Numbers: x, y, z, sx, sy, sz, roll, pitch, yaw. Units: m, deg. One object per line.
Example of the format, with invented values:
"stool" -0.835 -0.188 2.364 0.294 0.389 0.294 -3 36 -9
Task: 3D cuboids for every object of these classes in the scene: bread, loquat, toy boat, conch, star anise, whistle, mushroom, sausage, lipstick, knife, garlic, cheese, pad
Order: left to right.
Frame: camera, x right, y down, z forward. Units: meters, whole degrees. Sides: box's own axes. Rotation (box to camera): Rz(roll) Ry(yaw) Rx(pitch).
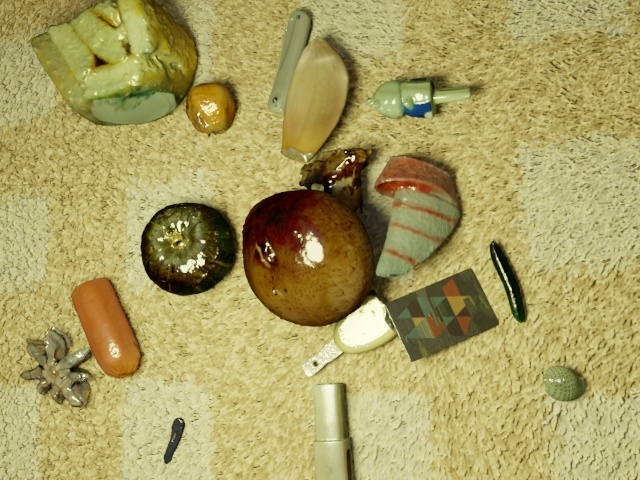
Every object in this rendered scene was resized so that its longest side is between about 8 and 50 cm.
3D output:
"star anise" -0.664 0.329 1.681 0.229 0.093 0.236 -39 79 20
"sausage" -0.535 0.223 1.654 0.113 0.113 0.259 -33 74 11
"bread" -0.529 -0.423 1.677 0.395 0.239 0.264 -18 77 17
"knife" -0.361 0.490 1.607 0.031 0.018 0.121 21 89 12
"loquat" -0.276 -0.331 1.656 0.137 0.113 0.137 0 89 -7
"knife" -0.080 -0.445 1.644 0.073 0.040 0.266 11 86 30
"mushroom" -0.020 0.007 1.477 0.331 0.356 0.334 -15 106 26
"garlic" -0.009 -0.325 1.557 0.143 0.112 0.318 11 71 7
"lipstick" 0.025 0.446 1.459 0.077 0.079 0.253 -8 78 18
"cheese" 0.059 0.222 1.494 0.251 0.054 0.127 -39 73 10
"toy boat" 0.198 -0.035 1.420 0.206 0.096 0.282 22 62 -9
"whistle" 0.220 -0.323 1.500 0.244 0.110 0.092 0 114 17
"pad" 0.264 0.161 1.435 0.211 0.003 0.143 -24 76 -2
"conch" 0.497 0.296 1.344 0.085 0.056 0.076 6 97 19

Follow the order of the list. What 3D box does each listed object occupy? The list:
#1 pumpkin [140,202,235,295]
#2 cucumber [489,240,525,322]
"pumpkin" -0.325 0.020 1.589 0.237 0.159 0.238 -5 76 19
"cucumber" 0.404 0.088 1.415 0.036 0.033 0.184 -15 77 -10
